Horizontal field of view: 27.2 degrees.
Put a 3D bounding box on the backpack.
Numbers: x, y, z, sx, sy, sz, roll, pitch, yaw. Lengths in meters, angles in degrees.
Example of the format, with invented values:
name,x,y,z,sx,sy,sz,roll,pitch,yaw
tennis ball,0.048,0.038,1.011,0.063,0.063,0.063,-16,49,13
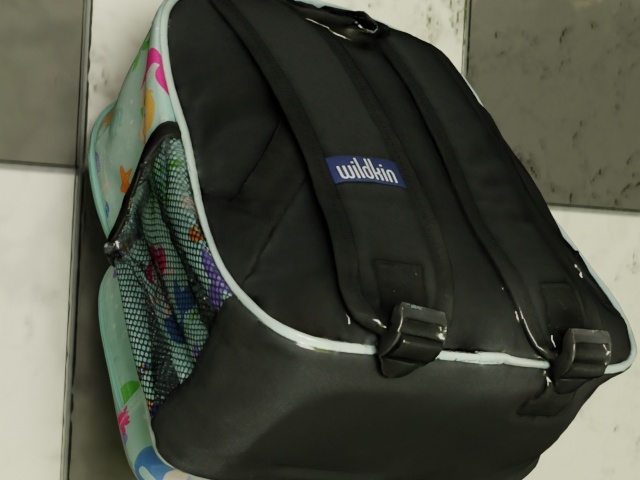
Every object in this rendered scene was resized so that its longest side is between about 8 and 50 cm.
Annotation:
name,x,y,z,sx,sy,sz,roll,pitch,yaw
backpack,0.000,0.000,0.638,0.225,0.191,0.253,7,49,-33
